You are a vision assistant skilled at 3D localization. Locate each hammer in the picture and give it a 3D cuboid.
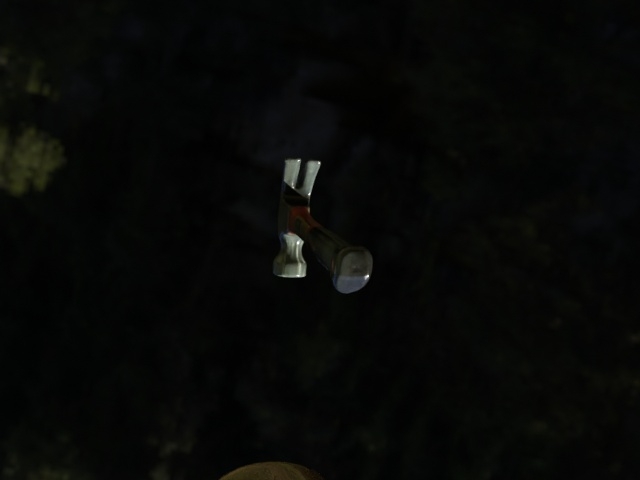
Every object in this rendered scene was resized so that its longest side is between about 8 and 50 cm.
[{"bbox_3d":[-0.001,0.000,1.377,0.033,0.111,0.288,2,-170,-11],"label":"hammer"}]

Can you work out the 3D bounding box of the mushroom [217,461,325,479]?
[{"bbox_3d":[0.003,0.279,0.956,0.292,0.292,0.290,3,-143,-42],"label":"mushroom"}]
